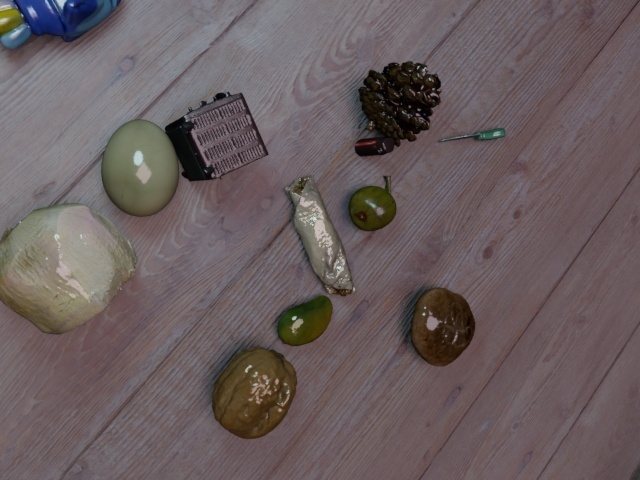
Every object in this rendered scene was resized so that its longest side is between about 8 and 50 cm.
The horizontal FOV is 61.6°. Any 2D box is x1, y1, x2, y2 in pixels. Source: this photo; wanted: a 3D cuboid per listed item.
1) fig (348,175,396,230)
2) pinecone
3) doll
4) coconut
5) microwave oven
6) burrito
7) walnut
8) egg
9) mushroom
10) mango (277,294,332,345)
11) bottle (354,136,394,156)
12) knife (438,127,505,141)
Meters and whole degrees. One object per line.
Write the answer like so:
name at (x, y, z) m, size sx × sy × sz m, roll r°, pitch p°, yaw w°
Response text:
fig at (0.166, -0.107, 1.668) m, size 0.142 × 0.186 × 0.148 m, roll -30°, pitch 87°, yaw 25°
pinecone at (0.232, -0.420, 1.602) m, size 0.243 × 0.243 × 0.257 m, roll 38°, pitch 66°, yaw -23°
doll at (-0.605, -0.608, 1.241) m, size 0.375 × 0.187 × 0.366 m, roll -2°, pitch 88°, yaw -1°
coconut at (-0.600, 0.050, 1.237) m, size 0.297 × 0.297 × 0.255 m, roll -39°, pitch 111°, yaw -16°
microwave oven at (-0.278, -0.262, 1.376) m, size 0.178 × 0.247 × 0.188 m, roll -32°, pitch 109°, yaw -21°
burrito at (0.000, 0.000, 1.621) m, size 0.117 × 0.076 × 0.392 m, roll -24°, pitch 103°, yaw -13°
walnut at (-0.186, 0.430, 1.506) m, size 0.224 × 0.257 × 0.257 m, roll 32°, pitch 81°, yaw -56°
egg at (-0.447, -0.180, 1.338) m, size 0.185 × 0.186 × 0.242 m, roll -1°, pitch 95°, yaw -24°
mushroom at (0.411, 0.285, 1.795) m, size 0.278 × 0.146 × 0.278 m, roll -3°, pitch 96°, yaw -31°
mango at (-0.041, 0.249, 1.622) m, size 0.191 × 0.085 × 0.122 m, roll -20°, pitch 100°, yaw -20°
bottle at (0.163, -0.281, 1.611) m, size 0.060 × 0.164 × 0.060 m, roll -3°, pitch 97°, yaw -24°
knife at (0.521, -0.351, 1.820) m, size 0.260 × 0.063 × 0.035 m, roll -12°, pitch 96°, yaw -22°
